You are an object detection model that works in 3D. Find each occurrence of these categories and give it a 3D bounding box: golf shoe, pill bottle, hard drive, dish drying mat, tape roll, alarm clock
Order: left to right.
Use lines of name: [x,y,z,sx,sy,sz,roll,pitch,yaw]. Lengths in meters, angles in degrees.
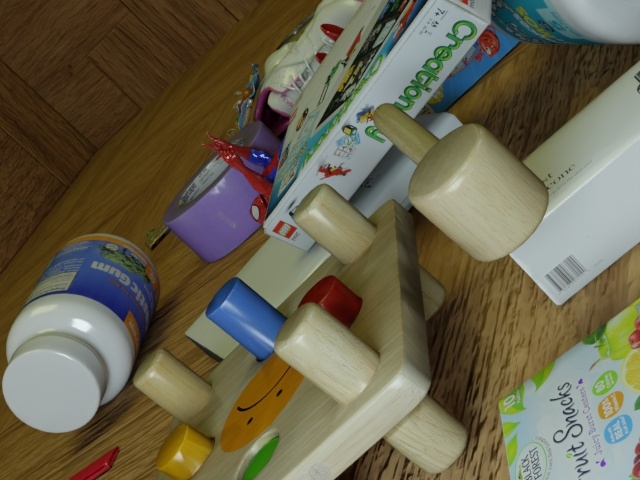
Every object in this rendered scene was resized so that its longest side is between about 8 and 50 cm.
pill bottle: [-0.292,0.112,1.374,0.152,0.152,0.272,-40,18,19]
dish drying mat: [-0.244,0.245,1.188,0.083,0.008,0.032,-37,17,29]
tape roll: [-0.117,-0.065,1.496,0.189,0.080,0.189,-41,17,16]
alarm clock: [-0.036,-0.324,1.948,0.192,0.064,0.129,-48,16,-16]
golf shoe: [-0.002,-0.247,1.626,0.306,0.115,0.140,-36,25,56]
hard drive: [0.000,0.000,1.110,0.307,0.040,0.203,-49,16,-10]
pill bottle: [0.215,-0.242,0.966,0.146,0.146,0.264,-46,16,-1]

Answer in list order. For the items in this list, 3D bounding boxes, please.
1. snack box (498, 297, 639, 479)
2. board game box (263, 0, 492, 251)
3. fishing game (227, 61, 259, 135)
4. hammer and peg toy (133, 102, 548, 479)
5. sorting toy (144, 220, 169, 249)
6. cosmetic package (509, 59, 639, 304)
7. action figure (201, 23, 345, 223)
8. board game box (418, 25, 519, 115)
snack box: [0.138,0.098,0.529,0.100,0.037,0.141,-42,16,20]
board game box: [0.050,-0.151,0.997,0.305,0.053,0.193,-51,20,43]
fishing game: [-0.127,-0.185,1.730,0.264,0.041,0.189,-95,19,-70]
hammer and peg toy: [0.010,0.069,0.735,0.361,0.127,0.266,-45,15,18]
sorting toy: [-0.271,-0.014,1.878,0.062,0.012,0.083,-52,20,-4]
cosmetic package: [0.214,-0.072,0.707,0.239,0.060,0.099,-42,16,15]
action figure: [-0.061,-0.128,1.303,0.091,0.139,0.280,-79,9,-47]
board game box: [0.169,-0.282,1.288,0.302,0.086,0.308,-43,16,13]
